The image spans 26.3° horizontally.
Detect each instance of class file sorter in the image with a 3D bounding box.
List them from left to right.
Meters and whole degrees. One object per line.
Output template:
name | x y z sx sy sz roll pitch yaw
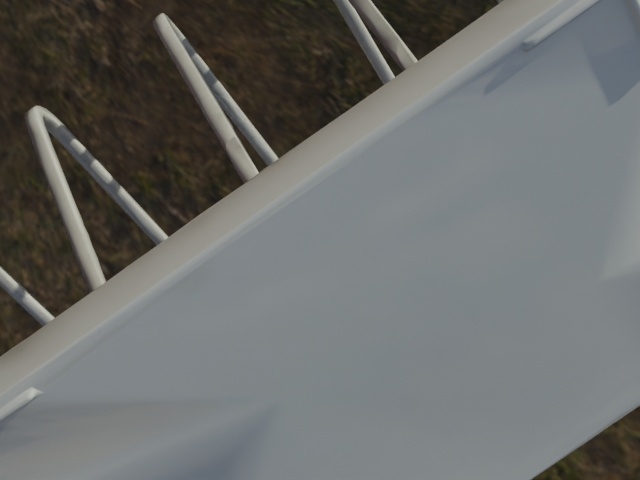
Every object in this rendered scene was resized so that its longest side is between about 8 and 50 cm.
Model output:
file sorter | 0.000 0.000 0.551 0.277 0.173 0.193 -35 131 4
